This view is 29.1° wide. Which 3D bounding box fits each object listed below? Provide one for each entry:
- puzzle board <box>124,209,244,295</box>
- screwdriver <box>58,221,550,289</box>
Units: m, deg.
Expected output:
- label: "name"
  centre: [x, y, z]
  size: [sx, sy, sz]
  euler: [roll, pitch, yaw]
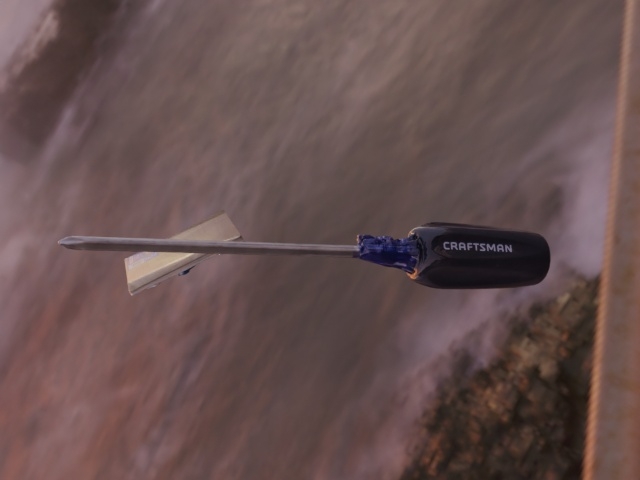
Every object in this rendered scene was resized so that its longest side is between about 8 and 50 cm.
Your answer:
- label: "puzzle board"
  centre: [-0.113, 0.010, 1.006]
  size: [0.096, 0.011, 0.128]
  euler: [-27, 14, -5]
- label: "screwdriver"
  centre: [0.000, 0.000, 0.406]
  size: [0.024, 0.169, 0.025]
  euler: [-148, 67, -67]
